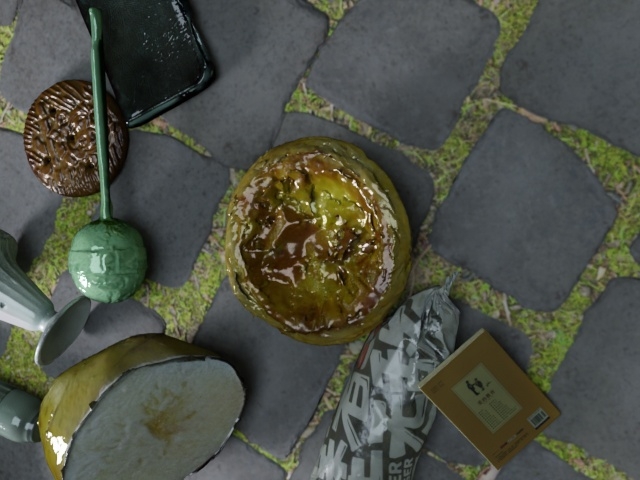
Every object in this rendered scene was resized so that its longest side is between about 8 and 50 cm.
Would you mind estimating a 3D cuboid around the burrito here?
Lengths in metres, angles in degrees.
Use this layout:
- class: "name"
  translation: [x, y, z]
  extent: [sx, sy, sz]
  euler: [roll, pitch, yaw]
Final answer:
- class: "burrito"
  translation: [0.090, 0.237, 1.224]
  extent: [0.139, 0.101, 0.445]
  euler: [21, 101, 13]

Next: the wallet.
- class: "wallet"
  translation: [-0.282, -0.348, 1.331]
  extent: [0.172, 0.045, 0.318]
  euler: [-26, 86, 21]

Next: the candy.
- class: "candy"
  translation: [-0.326, -0.125, 1.322]
  extent: [0.119, 0.119, 0.440]
  euler: [-1, 94, 18]

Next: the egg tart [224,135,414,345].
- class: "egg tart"
  translation: [0.000, 0.000, 1.229]
  extent: [0.290, 0.115, 0.290]
  euler: [1, 93, 20]

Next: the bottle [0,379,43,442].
- class: "bottle"
  translation: [-0.560, 0.263, 1.453]
  extent: [0.254, 0.079, 0.096]
  euler: [20, 138, 16]

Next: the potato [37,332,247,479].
- class: "potato"
  translation: [-0.277, 0.241, 1.297]
  extent: [0.300, 0.246, 0.196]
  euler: [-40, 41, -8]

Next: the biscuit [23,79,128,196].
- class: "biscuit"
  translation: [-0.389, -0.160, 1.389]
  extent: [0.188, 0.027, 0.188]
  euler: [1, 94, 17]

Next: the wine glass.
- class: "wine glass"
  translation: [-0.474, 0.090, 1.371]
  extent: [0.196, 0.165, 0.165]
  euler: [29, 102, 9]

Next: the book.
- class: "book"
  translation: [0.227, 0.214, 1.176]
  extent: [0.118, 0.012, 0.172]
  euler: [-42, 105, 2]
